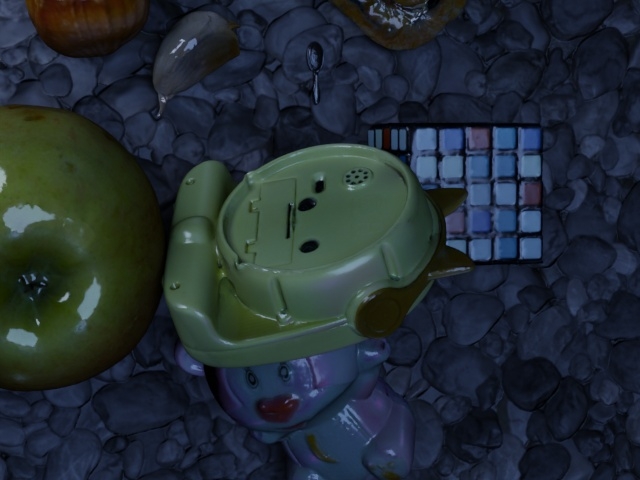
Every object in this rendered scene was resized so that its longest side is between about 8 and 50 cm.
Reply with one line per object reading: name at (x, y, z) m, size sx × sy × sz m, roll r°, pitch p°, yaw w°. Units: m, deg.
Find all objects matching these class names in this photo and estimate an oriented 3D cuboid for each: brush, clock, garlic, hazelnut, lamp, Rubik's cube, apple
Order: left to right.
apple at (-0.329, 0.015, 1.692) m, size 0.339 × 0.305 × 0.338 m, roll -2°, pitch 96°, yaw -17°
hazelnut at (-0.282, -0.295, 1.778) m, size 0.150 × 0.150 × 0.150 m, roll -2°, pitch 96°, yaw -16°
garlic at (-0.164, -0.233, 1.841) m, size 0.152 × 0.066 × 0.084 m, roll -39°, pitch 106°, yaw -12°
lamp at (-0.011, 0.163, 1.859) m, size 0.247 × 0.247 × 0.301 m, roll -20°, pitch 125°, yaw 27°
brush at (-0.006, -0.219, 1.919) m, size 0.024 × 0.008 × 0.083 m, roll -3°, pitch 96°, yaw -19°
clock at (0.000, 0.000, 1.697) m, size 0.349 × 0.286 × 0.117 m, roll -10°, pitch 129°, yaw 9°
Rubik's cube at (0.171, -0.063, 1.894) m, size 0.187 × 0.184 × 0.182 m, roll -2°, pitch 96°, yaw -17°

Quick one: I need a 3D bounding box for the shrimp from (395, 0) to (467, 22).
shrimp at (0.134, -0.387, 1.924) m, size 0.115 × 0.051 × 0.217 m, roll -12°, pitch 101°, yaw -13°

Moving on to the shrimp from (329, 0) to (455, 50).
shrimp at (0.075, -0.339, 1.884) m, size 0.219 × 0.046 × 0.152 m, roll 33°, pitch 120°, yaw -12°
